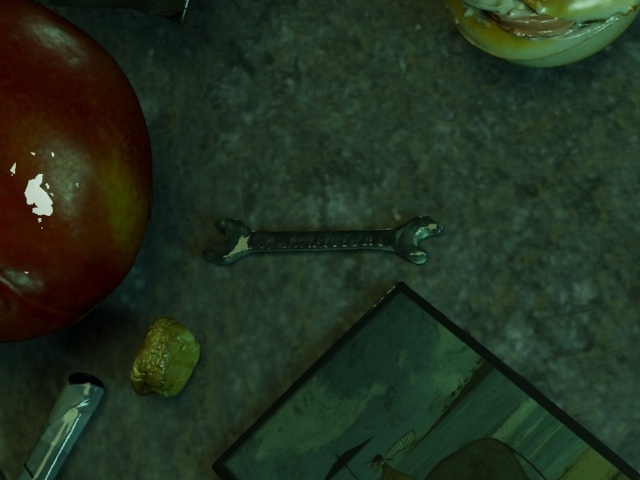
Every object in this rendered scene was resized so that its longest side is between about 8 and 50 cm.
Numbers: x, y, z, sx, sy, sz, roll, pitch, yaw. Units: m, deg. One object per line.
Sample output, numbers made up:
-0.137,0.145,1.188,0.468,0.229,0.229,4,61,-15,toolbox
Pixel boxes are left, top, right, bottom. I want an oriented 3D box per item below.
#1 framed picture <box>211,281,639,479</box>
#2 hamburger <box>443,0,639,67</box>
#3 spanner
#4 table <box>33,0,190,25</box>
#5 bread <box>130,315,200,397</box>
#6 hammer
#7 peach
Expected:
0.082,0.209,1.311,0.265,0.016,0.347,-44,45,-5,framed picture
0.233,-0.279,1.481,0.237,0.147,0.237,-8,60,13,hamburger
0.000,0.000,1.493,0.254,0.015,0.054,-1,62,20,spanner
-0.283,-0.352,1.508,0.250,0.282,0.196,23,105,19,table
-0.154,0.116,1.452,0.046,0.081,0.083,20,103,19,bread
-0.316,0.321,1.422,0.152,0.044,0.427,18,69,29,hammer
-0.345,-0.073,1.460,0.370,0.370,0.370,-9,60,16,peach
